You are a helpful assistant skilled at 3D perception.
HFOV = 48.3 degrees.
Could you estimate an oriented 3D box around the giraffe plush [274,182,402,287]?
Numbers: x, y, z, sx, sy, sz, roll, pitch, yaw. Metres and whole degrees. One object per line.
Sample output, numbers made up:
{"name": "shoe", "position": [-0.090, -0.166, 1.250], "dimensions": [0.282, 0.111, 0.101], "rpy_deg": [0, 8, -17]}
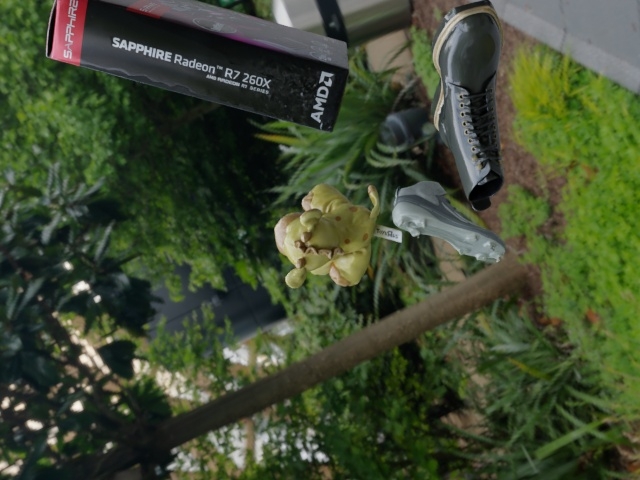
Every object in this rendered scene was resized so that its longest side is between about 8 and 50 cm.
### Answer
{"name": "giraffe plush", "position": [0.000, 0.000, 1.171], "dimensions": [0.210, 0.170, 0.182], "rpy_deg": [-5, 97, 45]}

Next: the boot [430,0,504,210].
{"name": "boot", "position": [0.168, -0.135, 0.745], "dimensions": [0.198, 0.076, 0.137], "rpy_deg": [72, -174, -62]}

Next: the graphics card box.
{"name": "graphics card box", "position": [-0.147, -0.261, 0.977], "dimensions": [0.233, 0.370, 0.094], "rpy_deg": [-86, 13, -67]}

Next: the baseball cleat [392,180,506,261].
{"name": "baseball cleat", "position": [0.218, -0.040, 1.181], "dimensions": [0.072, 0.205, 0.110], "rpy_deg": [-46, 28, 53]}
